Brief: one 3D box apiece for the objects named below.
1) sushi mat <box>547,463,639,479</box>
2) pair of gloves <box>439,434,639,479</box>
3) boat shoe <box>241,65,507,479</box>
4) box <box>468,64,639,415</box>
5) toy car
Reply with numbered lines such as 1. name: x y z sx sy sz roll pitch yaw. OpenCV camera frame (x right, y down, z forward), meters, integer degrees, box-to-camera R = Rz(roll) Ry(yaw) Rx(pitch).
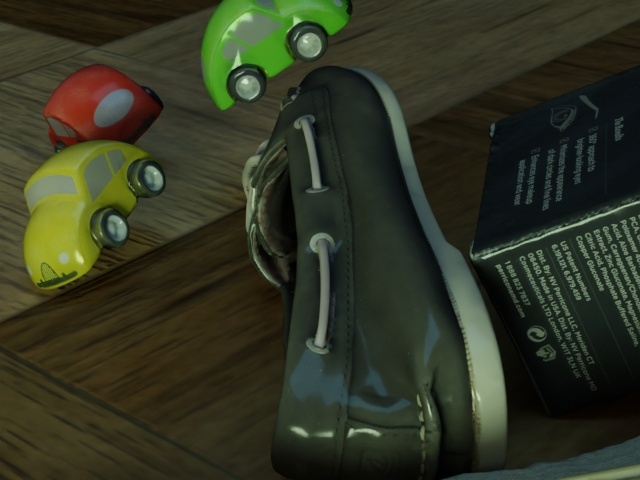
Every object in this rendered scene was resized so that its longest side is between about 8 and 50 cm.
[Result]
1. sushi mat: 0.002 0.138 0.450 0.316 0.019 0.151 -12 34 9
2. pair of gloves: 0.100 0.138 0.477 0.204 0.042 0.240 -14 28 -16
3. boat shoe: 0.000 0.000 0.704 0.095 0.112 0.335 -5 29 -9
4. box: 0.162 -0.016 0.673 0.158 0.093 0.156 -21 21 20
5. toy car: -0.085 -0.090 0.861 0.225 0.053 0.239 -34 24 11
